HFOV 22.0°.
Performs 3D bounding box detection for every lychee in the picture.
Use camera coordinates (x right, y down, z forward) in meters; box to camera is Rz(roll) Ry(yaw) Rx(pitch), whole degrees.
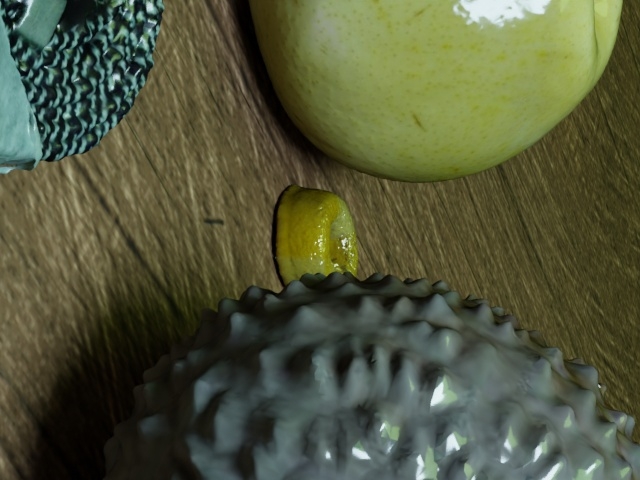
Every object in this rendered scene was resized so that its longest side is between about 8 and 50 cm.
[{"bbox_3d":[0.039,0.196,1.046,0.432,0.380,0.380,-74,150,-69],"label":"lychee"}]

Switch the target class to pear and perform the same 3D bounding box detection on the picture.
[{"bbox_3d":[0.099,-0.199,1.352,0.309,0.309,0.309,26,61,-61],"label":"pear"}]

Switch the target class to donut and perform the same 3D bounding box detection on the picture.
[{"bbox_3d":[0.000,0.000,1.379,0.108,0.043,0.097,10,76,-68],"label":"donut"}]

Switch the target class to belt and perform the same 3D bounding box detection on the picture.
[{"bbox_3d":[-0.198,-0.139,0.871,0.257,0.150,0.207,1,93,-64],"label":"belt"}]
